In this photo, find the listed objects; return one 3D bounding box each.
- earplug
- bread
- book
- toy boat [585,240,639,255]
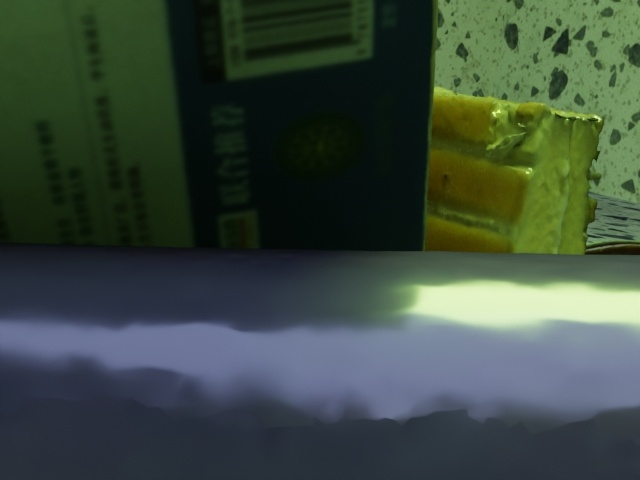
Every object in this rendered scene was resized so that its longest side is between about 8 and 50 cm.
[{"bbox_3d":[-0.030,0.097,0.513,0.455,0.215,0.215,4,8,-4],"label":"earplug"},{"bbox_3d":[0.118,-0.008,1.304,0.111,0.239,0.246,0,12,-34],"label":"bread"},{"bbox_3d":[-0.171,-0.011,0.564,0.427,0.300,0.039,-8,48,-7],"label":"book"},{"bbox_3d":[0.298,0.066,1.489,0.262,0.114,0.115,6,-24,-8],"label":"toy boat"}]
